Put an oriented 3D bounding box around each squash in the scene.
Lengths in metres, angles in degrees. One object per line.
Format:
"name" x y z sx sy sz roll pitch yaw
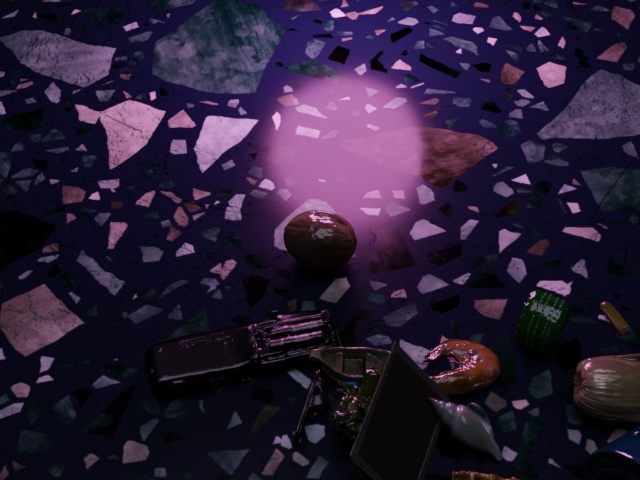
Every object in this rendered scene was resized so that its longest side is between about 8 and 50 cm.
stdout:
"squash" 0.622 0.161 2.018 0.027 0.027 0.083 -17 50 -14

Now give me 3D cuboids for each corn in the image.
"corn" 0.644 0.291 1.840 0.305 0.122 0.123 2 50 0

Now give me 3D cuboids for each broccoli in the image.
"broccoli" 0.092 0.307 1.809 0.167 0.160 0.154 -3 24 -14

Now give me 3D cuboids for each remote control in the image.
"remote control" -0.157 0.225 1.947 0.399 0.062 0.144 -13 51 -10

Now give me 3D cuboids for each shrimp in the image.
"shrimp" 0.273 0.261 1.928 0.187 0.051 0.132 -13 38 -20

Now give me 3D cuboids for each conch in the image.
"conch" 0.279 0.354 1.823 0.180 0.065 0.088 39 22 2

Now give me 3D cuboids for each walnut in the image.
"walnut" 0.000 -0.001 2.096 0.162 0.140 0.140 -2 48 13

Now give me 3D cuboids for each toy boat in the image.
"toy boat" 0.069 0.251 1.915 0.185 0.071 0.089 2 49 1

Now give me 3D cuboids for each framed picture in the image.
"framed picture" 0.150 0.346 1.766 0.014 0.197 0.252 -12 41 43

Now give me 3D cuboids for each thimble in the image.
"thimble" 0.454 0.170 1.948 0.090 0.130 0.118 21 71 19

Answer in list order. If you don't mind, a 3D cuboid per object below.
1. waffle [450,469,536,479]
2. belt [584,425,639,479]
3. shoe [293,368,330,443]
"waffle" 0.337 0.503 1.704 0.211 0.055 0.160 6 48 5
"belt" 0.621 0.495 1.544 0.173 0.300 0.436 -26 53 -21
"shoe" -0.009 0.329 1.857 0.053 0.062 0.159 17 56 10
